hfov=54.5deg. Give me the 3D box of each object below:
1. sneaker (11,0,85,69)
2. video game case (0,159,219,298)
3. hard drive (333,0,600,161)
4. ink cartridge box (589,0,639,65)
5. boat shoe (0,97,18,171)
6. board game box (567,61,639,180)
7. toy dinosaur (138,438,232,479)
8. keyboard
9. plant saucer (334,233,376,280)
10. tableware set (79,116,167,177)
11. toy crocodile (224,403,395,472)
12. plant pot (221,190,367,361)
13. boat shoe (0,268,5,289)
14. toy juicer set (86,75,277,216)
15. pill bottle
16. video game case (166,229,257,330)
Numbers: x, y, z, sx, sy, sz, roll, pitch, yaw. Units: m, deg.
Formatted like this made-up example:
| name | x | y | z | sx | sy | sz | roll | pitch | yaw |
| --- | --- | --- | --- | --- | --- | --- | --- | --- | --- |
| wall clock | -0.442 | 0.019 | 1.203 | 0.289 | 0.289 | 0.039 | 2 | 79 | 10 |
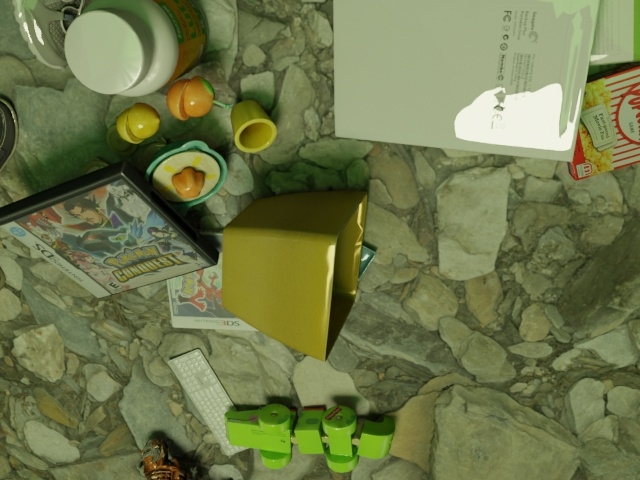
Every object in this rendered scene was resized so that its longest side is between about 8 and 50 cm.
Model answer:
| name | x | y | z | sx | sy | sz | roll | pitch | yaw |
| --- | --- | --- | --- | --- | --- | --- | --- | --- | --- |
| sneaker | -0.374 | -0.390 | 0.910 | 0.115 | 0.105 | 0.281 | 10 | 114 | 2 |
| video game case | -0.352 | -0.005 | 1.042 | 0.275 | 0.035 | 0.248 | -15 | 137 | 23 |
| hard drive | 0.191 | -0.246 | 0.886 | 0.353 | 0.047 | 0.233 | 9 | 119 | 20 |
| ink cartridge box | 0.313 | -0.339 | 0.867 | 0.255 | 0.097 | 0.188 | 0 | 116 | 26 |
| boat shoe | -0.580 | -0.147 | 1.064 | 0.075 | 0.065 | 0.206 | 30 | 114 | -7 |
| board game box | 0.464 | -0.190 | 0.940 | 0.193 | 0.045 | 0.146 | -17 | 111 | 13 |
| toy dinosaur | -0.289 | 0.571 | 1.263 | 0.164 | 0.218 | 0.322 | -8 | 71 | 26 |
| keyboard | -0.217 | 0.333 | 1.267 | 0.072 | 0.014 | 0.256 | -21 | 110 | 15 |
| plant saucer | 0.000 | 0.000 | 1.092 | 0.192 | 0.018 | 0.067 | 28 | 114 | -7 |
| tableware set | -0.326 | -0.122 | 1.073 | 0.141 | 0.020 | 0.168 | 33 | 112 | -9 |
| toy crocodile | -0.025 | 0.375 | 1.226 | 0.341 | 0.105 | 0.115 | -1 | 114 | 12 |
| plant pot | -0.045 | 0.034 | 1.002 | 0.187 | 0.212 | 0.212 | 11 | 115 | 13 |
| boat shoe | -0.716 | 0.002 | 1.124 | 0.113 | 0.103 | 0.302 | -38 | 105 | 20 |
| toy juicer set | -0.241 | -0.116 | 0.975 | 0.329 | 0.089 | 0.209 | -40 | 144 | 21 |
| pill bottle | -0.252 | -0.278 | 0.869 | 0.136 | 0.245 | 0.136 | 2 | 114 | 5 |
| video game case | -0.193 | 0.075 | 1.144 | 0.183 | 0.023 | 0.201 | 1 | 114 | 5 |
